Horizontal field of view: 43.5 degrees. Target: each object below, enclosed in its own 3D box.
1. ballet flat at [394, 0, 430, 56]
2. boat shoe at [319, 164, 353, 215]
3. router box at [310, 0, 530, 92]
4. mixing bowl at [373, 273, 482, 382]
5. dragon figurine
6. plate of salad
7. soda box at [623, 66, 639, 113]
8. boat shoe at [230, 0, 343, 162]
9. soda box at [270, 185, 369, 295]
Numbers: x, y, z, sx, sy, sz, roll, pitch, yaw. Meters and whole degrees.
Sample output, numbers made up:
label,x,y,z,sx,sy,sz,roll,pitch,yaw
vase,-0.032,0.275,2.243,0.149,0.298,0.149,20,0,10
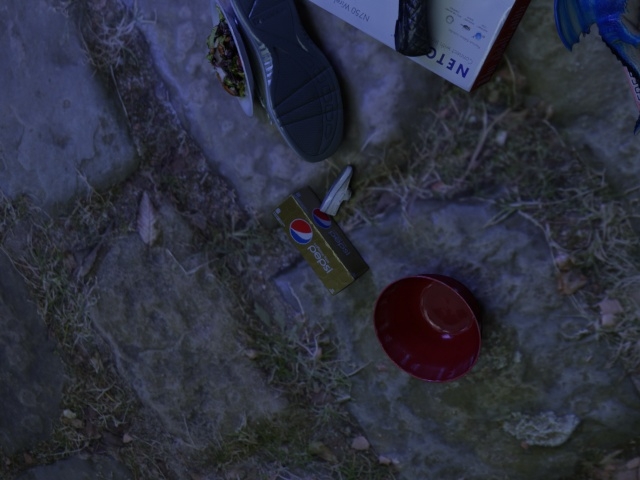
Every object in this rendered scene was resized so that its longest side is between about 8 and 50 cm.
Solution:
label,x,y,z,sx,sy,sz,roll,pitch,yaw
ballet flat,0.131,-0.331,1.064,0.049,0.057,0.173,0,117,-11
boat shoe,0.035,-0.081,1.335,0.035,0.035,0.100,25,121,-10
router box,0.144,-0.417,1.093,0.335,0.082,0.301,34,124,16
mixing bowl,0.185,0.124,1.281,0.182,0.098,0.181,12,115,27
dragon figurine,0.333,-0.276,0.954,0.144,0.085,0.289,6,118,31
plate of salad,-0.151,-0.290,1.287,0.200,0.048,0.199,161,90,-80
soda box,0.419,-0.227,1.013,0.063,0.058,0.183,-18,100,36
boat shoe,-0.059,-0.276,1.274,0.320,0.118,0.103,64,171,-9
soda box,0.000,0.000,1.372,0.061,0.058,0.181,-39,87,37
